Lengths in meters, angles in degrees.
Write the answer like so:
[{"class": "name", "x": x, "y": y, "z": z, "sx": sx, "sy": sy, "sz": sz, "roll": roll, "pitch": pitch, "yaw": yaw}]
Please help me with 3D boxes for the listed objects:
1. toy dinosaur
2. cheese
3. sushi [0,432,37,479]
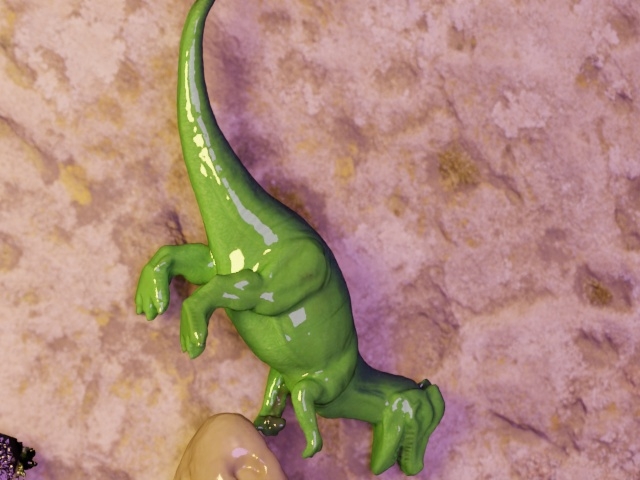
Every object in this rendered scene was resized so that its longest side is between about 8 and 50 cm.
[{"class": "toy dinosaur", "x": 0.000, "y": 0.000, "z": 1.867, "sx": 0.374, "sy": 0.144, "sz": 0.500, "roll": 10, "pitch": 88, "yaw": -27}, {"class": "cheese", "x": -0.064, "y": 0.322, "z": 1.803, "sx": 0.248, "sy": 0.173, "sz": 0.251, "roll": 23, "pitch": 73, "yaw": -19}, {"class": "sushi", "x": -0.337, "y": 0.237, "z": 1.748, "sx": 0.085, "sy": 0.056, "sz": 0.083, "roll": 24, "pitch": 78, "yaw": -19}]
